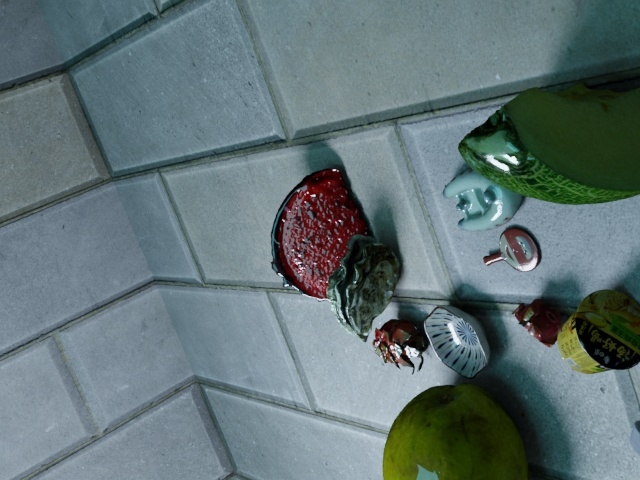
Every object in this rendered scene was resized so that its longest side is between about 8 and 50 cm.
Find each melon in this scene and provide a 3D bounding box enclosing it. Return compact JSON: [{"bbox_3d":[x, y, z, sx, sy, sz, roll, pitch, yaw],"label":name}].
[{"bbox_3d":[0.370,-0.159,1.393,0.331,0.343,0.226,37,137,40],"label":"melon"}]

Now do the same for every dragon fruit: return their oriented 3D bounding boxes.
[{"bbox_3d":[0.000,0.000,2.240,0.100,0.282,0.343,-62,-51,-75],"label":"dragon fruit"},{"bbox_3d":[0.199,0.256,2.190,0.142,0.121,0.130,20,169,17],"label":"dragon fruit"},{"bbox_3d":[0.449,0.163,1.776,0.068,0.126,0.112,-50,56,12],"label":"dragon fruit"}]

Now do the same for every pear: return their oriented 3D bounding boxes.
[{"bbox_3d":[0.306,0.534,2.052,0.352,0.352,0.413,15,116,51],"label":"pear"}]

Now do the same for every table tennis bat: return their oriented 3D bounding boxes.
[{"bbox_3d":[0.393,0.025,1.813,0.155,0.019,0.098,-26,91,57],"label":"table tennis bat"}]

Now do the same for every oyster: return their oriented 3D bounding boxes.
[{"bbox_3d":[0.095,0.120,2.137,0.112,0.198,0.267,32,106,47],"label":"oyster"}]

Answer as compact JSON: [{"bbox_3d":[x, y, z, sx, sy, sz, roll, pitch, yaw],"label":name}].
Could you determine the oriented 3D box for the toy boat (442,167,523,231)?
[{"bbox_3d":[0.320,-0.081,1.779,0.208,0.079,0.134,-19,95,61],"label":"toy boat"}]

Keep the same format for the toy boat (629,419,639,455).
[{"bbox_3d":[0.718,0.455,1.596,0.276,0.111,0.293,-3,123,57],"label":"toy boat"}]

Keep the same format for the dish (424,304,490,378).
[{"bbox_3d":[0.327,0.220,2.015,0.191,0.066,0.190,37,143,34],"label":"dish"}]

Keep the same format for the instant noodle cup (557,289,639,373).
[{"bbox_3d":[0.516,0.179,1.631,0.151,0.151,0.122,56,157,10],"label":"instant noodle cup"}]
